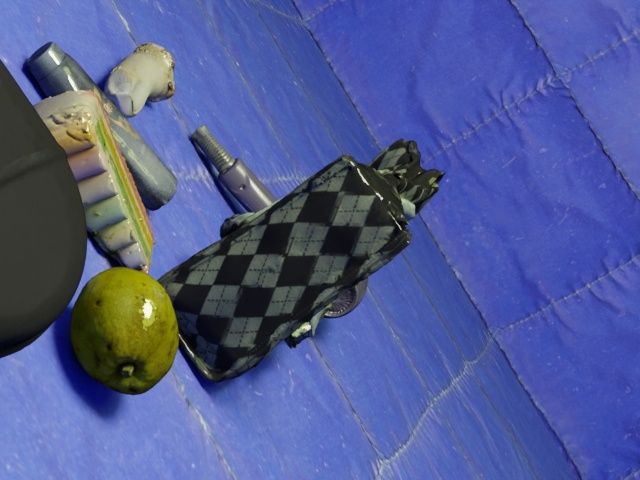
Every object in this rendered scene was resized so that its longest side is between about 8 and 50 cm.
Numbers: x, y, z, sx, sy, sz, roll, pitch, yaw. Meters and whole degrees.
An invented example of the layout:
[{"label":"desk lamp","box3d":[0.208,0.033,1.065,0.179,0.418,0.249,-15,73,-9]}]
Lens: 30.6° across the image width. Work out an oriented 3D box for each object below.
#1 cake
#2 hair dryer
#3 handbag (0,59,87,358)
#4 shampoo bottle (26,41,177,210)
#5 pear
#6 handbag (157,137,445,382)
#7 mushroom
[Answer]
[{"label":"cake","box3d":[-0.233,-0.063,1.286,0.225,0.090,0.109,52,12,-28]},{"label":"hair dryer","box3d":[-0.067,-0.048,1.825,0.361,0.121,0.301,49,7,-15]},{"label":"handbag","box3d":[-0.302,-0.048,0.879,0.308,0.093,0.254,58,32,-15]},{"label":"shampoo bottle","box3d":[-0.262,-0.138,1.415,0.234,0.049,0.087,51,13,-26]},{"label":"pear","box3d":[-0.184,0.083,1.104,0.107,0.107,0.131,47,10,-38]},{"label":"handbag","box3d":[0.000,0.000,1.476,0.180,0.317,0.416,52,13,3]},{"label":"mushroom","box3d":[-0.249,-0.211,1.592,0.209,0.071,0.084,-71,160,-69]}]
